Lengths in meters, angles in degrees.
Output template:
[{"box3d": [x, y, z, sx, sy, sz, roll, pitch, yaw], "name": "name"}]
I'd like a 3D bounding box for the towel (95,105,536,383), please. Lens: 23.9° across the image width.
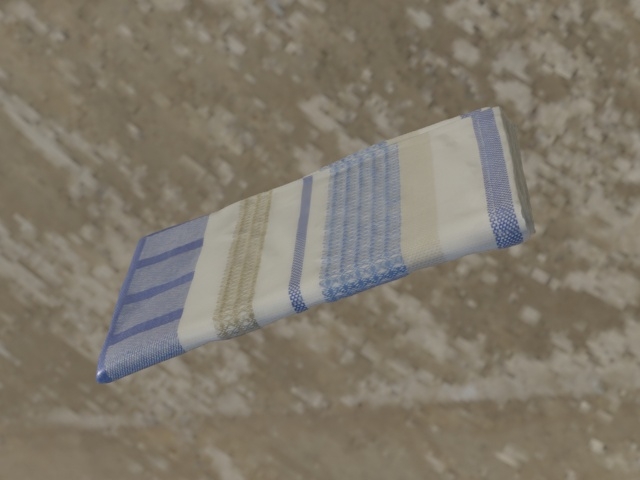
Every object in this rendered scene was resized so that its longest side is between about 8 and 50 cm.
[{"box3d": [0.000, 0.000, 0.977, 0.285, 0.209, 0.034, -21, 110, 10], "name": "towel"}]
